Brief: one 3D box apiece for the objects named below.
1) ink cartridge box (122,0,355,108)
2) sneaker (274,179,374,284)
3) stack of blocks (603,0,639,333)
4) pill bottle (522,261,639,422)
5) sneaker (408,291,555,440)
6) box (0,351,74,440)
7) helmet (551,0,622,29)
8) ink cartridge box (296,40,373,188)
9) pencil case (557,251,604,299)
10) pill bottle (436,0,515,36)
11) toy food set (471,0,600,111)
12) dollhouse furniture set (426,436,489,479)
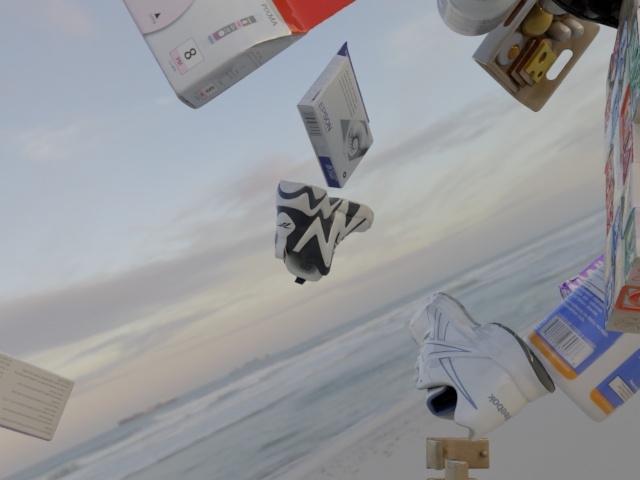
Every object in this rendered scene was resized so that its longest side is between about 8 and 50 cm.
[{"bbox_3d":[-0.096,-0.286,0.754,0.232,0.189,0.066,-33,-15,11],"label":"ink cartridge box"},{"bbox_3d":[0.000,0.000,1.123,0.094,0.153,0.235,13,-2,28],"label":"sneaker"},{"bbox_3d":[0.298,-0.088,0.581,0.087,0.297,0.171,5,-31,15],"label":"stack of blocks"},{"bbox_3d":[0.423,0.104,0.940,0.272,0.152,0.152,-45,-10,6],"label":"pill bottle"},{"bbox_3d":[0.166,0.152,0.877,0.129,0.111,0.297,-40,11,-6],"label":"sneaker"},{"bbox_3d":[-0.365,0.097,0.589,0.063,0.067,0.324,-1,-27,37],"label":"box"},{"bbox_3d":[0.318,-0.301,0.699,0.161,0.170,0.169,5,-18,-20],"label":"helmet"},{"bbox_3d":[0.050,-0.262,1.441,0.045,0.223,0.224,10,53,30],"label":"ink cartridge box"},{"bbox_3d":[0.586,0.066,1.425,0.206,0.088,0.086,-39,2,-8],"label":"pencil case"},{"bbox_3d":[0.260,-0.420,1.115,0.131,0.131,0.229,-25,1,7],"label":"pill bottle"},{"bbox_3d":[0.438,-0.389,1.348,0.306,0.092,0.220,16,-67,-54],"label":"toy food set"},{"bbox_3d":[0.272,0.434,1.232,0.123,0.144,0.151,3,-11,-9],"label":"dollhouse furniture set"}]
